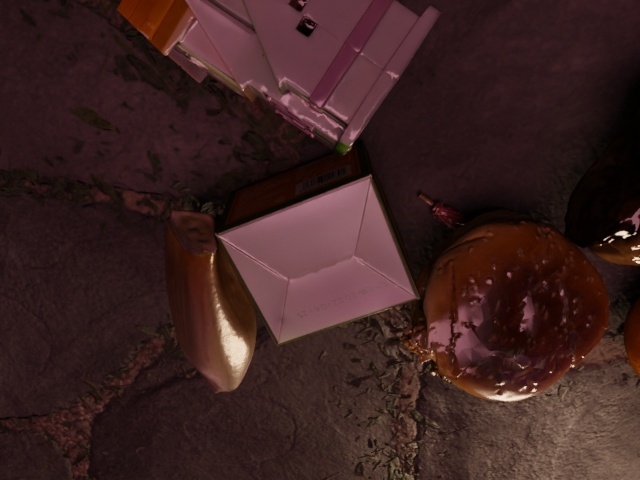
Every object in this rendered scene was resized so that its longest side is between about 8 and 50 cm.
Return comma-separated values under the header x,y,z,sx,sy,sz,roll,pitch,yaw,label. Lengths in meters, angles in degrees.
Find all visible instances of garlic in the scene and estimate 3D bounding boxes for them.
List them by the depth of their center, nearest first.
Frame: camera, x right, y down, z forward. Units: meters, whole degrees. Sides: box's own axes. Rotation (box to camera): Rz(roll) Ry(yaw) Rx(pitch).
x,y,z,sx,sy,sz,roll,pitch,yaw,label
-0.152,0.082,0.760,0.112,0.143,0.318,-25,138,-18,garlic

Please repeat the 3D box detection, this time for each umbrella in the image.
x,y,z,sx,sy,sz,roll,pitch,yaw,label
0.199,-0.018,0.779,0.165,0.025,0.027,31,82,-17,umbrella

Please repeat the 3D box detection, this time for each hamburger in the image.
x,y,z,sx,sy,sz,roll,pitch,yaw,label
0.233,0.085,0.735,0.286,0.146,0.242,-3,102,-12,hamburger

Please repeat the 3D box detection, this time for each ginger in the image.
x,y,z,sx,sy,sz,roll,pitch,yaw,label
0.444,-0.077,0.649,0.223,0.200,0.269,21,111,-5,ginger

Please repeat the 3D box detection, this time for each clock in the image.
x,y,z,sx,sy,sz,roll,pitch,yaw,label
-0.067,-0.223,0.567,0.310,0.235,0.166,35,95,-3,clock

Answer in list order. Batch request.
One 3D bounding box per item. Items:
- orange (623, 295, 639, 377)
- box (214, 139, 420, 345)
x,y,z,sx,sy,sz,roll,pitch,yaw,label
0.552,0.140,0.775,0.240,0.171,0.240,-1,117,-1,orange
0.000,0.000,0.718,0.195,0.148,0.177,-21,115,10,box
